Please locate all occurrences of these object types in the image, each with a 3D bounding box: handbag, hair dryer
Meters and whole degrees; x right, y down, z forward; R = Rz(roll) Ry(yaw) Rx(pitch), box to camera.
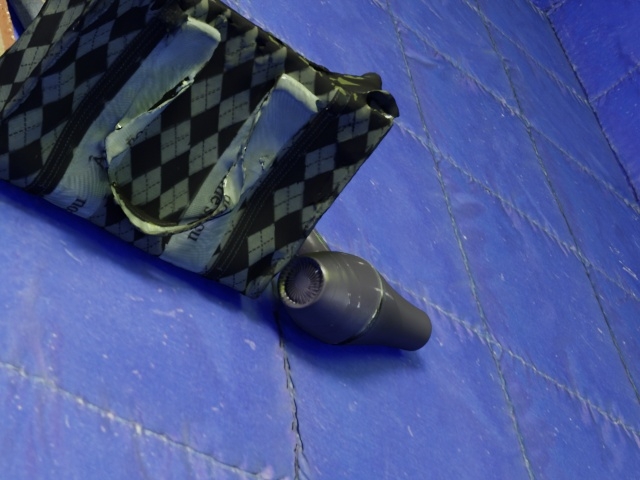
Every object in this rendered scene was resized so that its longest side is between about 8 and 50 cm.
[{"bbox_3d":[-0.143,-0.141,1.312,0.416,0.317,0.180,30,25,-35],"label":"handbag"},{"bbox_3d":[0.000,0.000,1.609,0.301,0.121,0.361,26,28,-55],"label":"hair dryer"}]

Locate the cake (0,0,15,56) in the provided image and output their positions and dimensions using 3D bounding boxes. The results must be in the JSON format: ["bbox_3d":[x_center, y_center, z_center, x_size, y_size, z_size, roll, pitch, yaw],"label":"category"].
[{"bbox_3d":[-0.412,-0.284,1.348,0.109,0.090,0.225,4,51,-61],"label":"cake"}]

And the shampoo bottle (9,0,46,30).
[{"bbox_3d":[-0.346,-0.281,1.486,0.087,0.049,0.234,4,50,-58],"label":"shampoo bottle"}]
